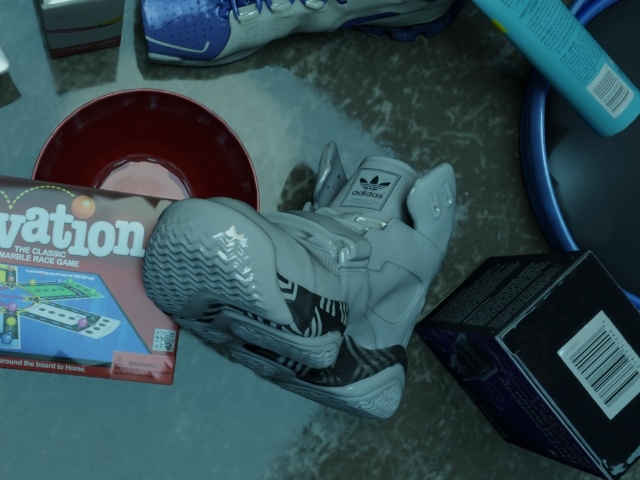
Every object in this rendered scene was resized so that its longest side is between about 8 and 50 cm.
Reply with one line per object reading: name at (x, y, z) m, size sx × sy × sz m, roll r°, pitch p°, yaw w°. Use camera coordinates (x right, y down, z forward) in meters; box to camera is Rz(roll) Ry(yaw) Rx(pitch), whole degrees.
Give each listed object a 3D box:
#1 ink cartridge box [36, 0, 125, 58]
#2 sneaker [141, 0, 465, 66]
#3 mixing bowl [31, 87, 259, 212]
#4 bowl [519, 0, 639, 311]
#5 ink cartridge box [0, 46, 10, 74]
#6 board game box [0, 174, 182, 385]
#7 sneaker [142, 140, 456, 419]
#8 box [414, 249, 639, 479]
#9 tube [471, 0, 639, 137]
ink cartridge box at (-0.199, -0.227, 0.777) m, size 0.067 × 0.198 × 0.115 m, roll -14°, pitch 90°, yaw -13°
sneaker at (0.004, -0.239, 0.834) m, size 0.316 × 0.182 × 0.127 m, roll -9°, pitch 87°, yaw -14°
mixing bowl at (-0.148, -0.030, 0.829) m, size 0.182 × 0.098 × 0.181 m, roll 1°, pitch 88°, yaw -13°
bowl at (0.379, -0.096, 0.967) m, size 0.391 × 0.077 × 0.391 m, roll 1°, pitch 87°, yaw -13°
ink cartridge box at (-0.356, -0.139, 0.806) m, size 0.180 × 0.060 × 0.104 m, roll -29°, pitch 93°, yaw -13°
board game box at (-0.243, 0.023, 0.743) m, size 0.281 × 0.027 × 0.145 m, roll 7°, pitch 87°, yaw -10°
sneaker at (0.000, 0.000, 0.765) m, size 0.137 × 0.366 × 0.210 m, roll 13°, pitch 73°, yaw 25°
box at (0.193, 0.100, 0.845) m, size 0.108 × 0.207 × 0.153 m, roll -41°, pitch 95°, yaw -12°
tube at (0.196, -0.175, 0.841) m, size 0.207 × 0.052 × 0.080 m, roll 43°, pitch 54°, yaw -20°
